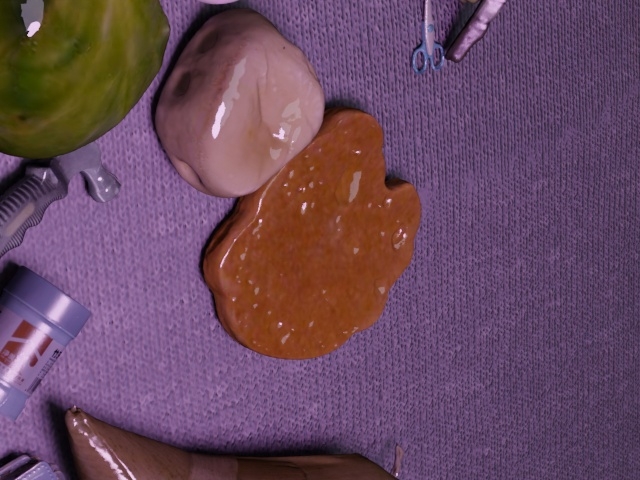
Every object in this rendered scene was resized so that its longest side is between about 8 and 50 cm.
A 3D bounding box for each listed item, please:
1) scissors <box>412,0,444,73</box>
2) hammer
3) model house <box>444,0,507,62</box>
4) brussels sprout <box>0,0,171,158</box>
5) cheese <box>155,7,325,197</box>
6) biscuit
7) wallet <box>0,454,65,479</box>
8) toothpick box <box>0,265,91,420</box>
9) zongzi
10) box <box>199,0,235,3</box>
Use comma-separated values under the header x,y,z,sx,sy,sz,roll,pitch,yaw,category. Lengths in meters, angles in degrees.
x,y,z,sx,sy,sz,roll,pitch,yaw,category
0.149,-0.292,1.980,0.058,0.014,0.119,-17,115,-31,scissors
-0.337,-0.040,1.622,0.226,0.041,0.159,-54,131,-23,hammer
0.191,-0.383,1.913,0.218,0.205,0.279,32,117,-9,model house
-0.305,-0.263,1.425,0.315,0.276,0.371,-33,131,-33,brussels sprout
-0.090,-0.165,1.755,0.218,0.117,0.235,-4,111,-41,cheese
0.000,0.000,1.930,0.312,0.057,0.351,34,84,-43,biscuit
-0.403,0.369,1.715,0.231,0.069,0.170,-32,129,-26,wallet
-0.348,0.119,1.646,0.101,0.101,0.153,42,77,-41,toothpick box
-0.058,0.306,1.881,0.500,0.218,0.467,-30,123,-29,zongzi
-0.150,-0.421,1.434,0.141,0.289,0.349,-30,157,-15,box
